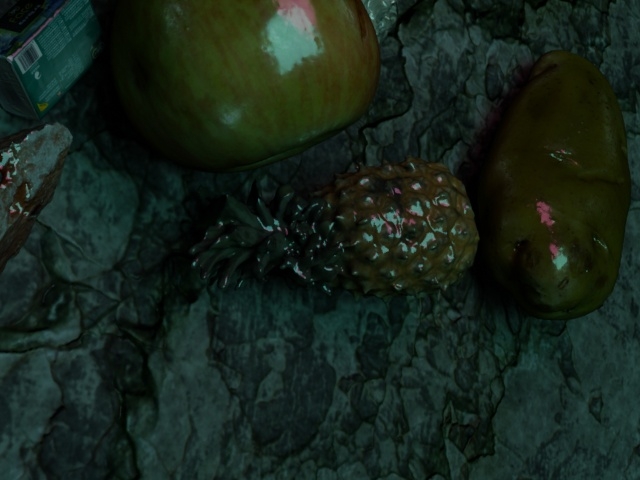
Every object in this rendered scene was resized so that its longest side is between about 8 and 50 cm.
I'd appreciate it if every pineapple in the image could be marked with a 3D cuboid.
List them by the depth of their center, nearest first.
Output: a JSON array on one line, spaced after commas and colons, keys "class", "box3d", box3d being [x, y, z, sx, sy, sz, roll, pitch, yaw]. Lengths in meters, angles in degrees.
[{"class": "pineapple", "box3d": [0.000, 0.000, 1.327, 0.341, 0.169, 0.169, -9, 90, -30]}]

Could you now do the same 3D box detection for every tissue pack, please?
[{"class": "tissue pack", "box3d": [-0.270, -0.183, 1.177, 0.111, 0.079, 0.085, -54, 148, -29]}]

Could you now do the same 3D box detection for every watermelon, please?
[{"class": "watermelon", "box3d": [-0.313, -0.019, 1.124, 0.241, 0.094, 0.154, -51, 122, -33]}]

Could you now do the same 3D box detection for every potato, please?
[{"class": "potato", "box3d": [0.295, -0.071, 1.564, 0.196, 0.176, 0.369, 12, 64, 4]}]

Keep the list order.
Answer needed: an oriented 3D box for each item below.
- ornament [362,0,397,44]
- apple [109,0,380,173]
[{"class": "ornament", "box3d": [-0.028, -0.314, 1.348, 0.285, 0.120, 0.130, 50, 55, -21]}, {"class": "apple", "box3d": [-0.079, -0.193, 1.210, 0.264, 0.264, 0.264, 5, 82, -38]}]
